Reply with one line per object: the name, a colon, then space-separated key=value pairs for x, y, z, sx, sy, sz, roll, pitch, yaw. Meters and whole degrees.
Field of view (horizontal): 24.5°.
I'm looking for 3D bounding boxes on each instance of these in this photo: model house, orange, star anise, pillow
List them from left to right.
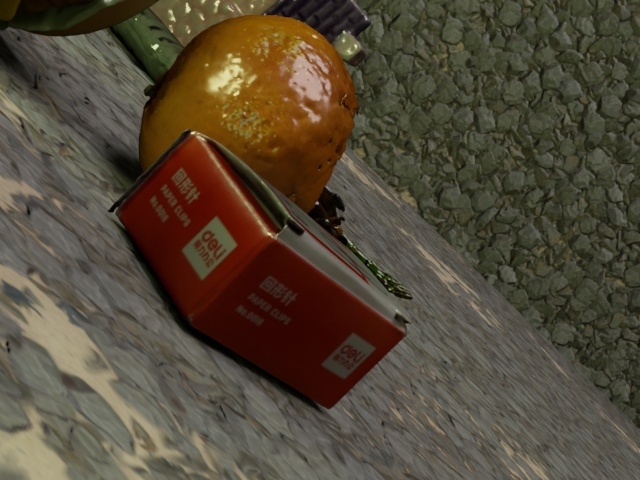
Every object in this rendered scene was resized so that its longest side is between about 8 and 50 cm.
pillow: x=-0.192 y=-0.228 z=1.722 sx=0.241 sy=0.051 sz=0.093 roll=48 pitch=13 yaw=30
orange: x=-0.062 y=-0.093 z=1.188 sx=0.161 sy=0.193 sz=0.193 roll=37 pitch=9 yaw=-12
model house: x=-0.060 y=-0.240 z=1.854 sx=0.237 sy=0.237 sz=0.202 roll=53 pitch=3 yaw=24
star anise: x=0.001 y=-0.002 z=1.431 sx=0.177 sy=0.073 sz=0.234 roll=58 pitch=-4 yaw=28

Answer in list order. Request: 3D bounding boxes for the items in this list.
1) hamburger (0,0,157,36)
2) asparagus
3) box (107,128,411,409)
hamburger: x=-0.224 y=-0.307 z=1.137 sx=0.274 sy=0.274 sz=0.212 roll=50 pitch=2 yaw=31
asparagus: x=0.026 y=-0.004 z=1.827 sx=0.233 sy=0.022 sz=0.023 roll=43 pitch=-37 yaw=1
box: x=-0.038 y=0.019 z=1.038 sx=0.182 sy=0.099 sz=0.133 roll=38 pitch=9 yaw=-46
